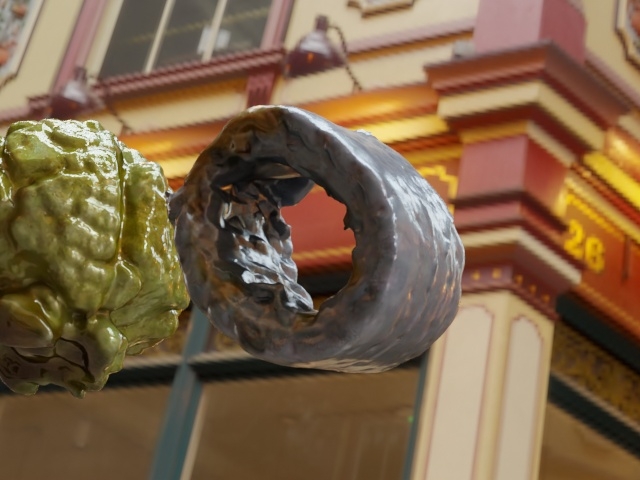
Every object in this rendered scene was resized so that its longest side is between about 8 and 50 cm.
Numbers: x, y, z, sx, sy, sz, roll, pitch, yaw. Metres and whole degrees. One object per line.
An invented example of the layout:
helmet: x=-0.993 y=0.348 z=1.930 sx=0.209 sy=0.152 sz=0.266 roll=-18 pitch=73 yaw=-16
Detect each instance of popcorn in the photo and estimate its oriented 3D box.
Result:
popcorn: x=-0.237 y=0.014 z=1.227 sx=0.224 sy=0.258 sz=0.270 roll=-14 pitch=5 yaw=12

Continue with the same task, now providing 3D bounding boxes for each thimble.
thimble: x=0.000 y=0.003 z=0.739 sx=0.127 sy=0.151 sz=0.118 roll=-42 pitch=-24 yaw=14
